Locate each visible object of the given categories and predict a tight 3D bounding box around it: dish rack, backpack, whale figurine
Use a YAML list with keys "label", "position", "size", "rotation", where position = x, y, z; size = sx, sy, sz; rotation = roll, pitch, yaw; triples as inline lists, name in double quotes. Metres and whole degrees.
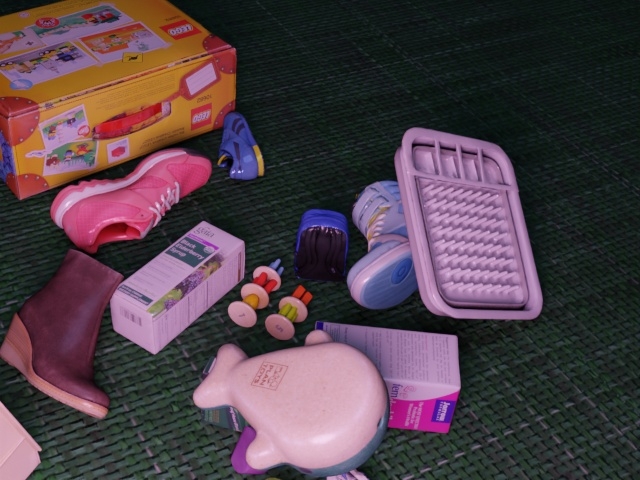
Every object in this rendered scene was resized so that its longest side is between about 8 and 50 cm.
- label: "dish rack"
  position: [0.243, -0.018, 1.611]
  size: [0.285, 0.072, 0.332]
  rotation: [5, 67, -40]
- label: "backpack"
  position: [0.000, 0.000, 1.664]
  size: [0.098, 0.120, 0.101]
  rotation: [2, 40, -4]
- label: "whale figurine"
  position: [-0.035, 0.223, 1.266]
  size: [0.272, 0.141, 0.216]
  rotation: [8, 54, 29]

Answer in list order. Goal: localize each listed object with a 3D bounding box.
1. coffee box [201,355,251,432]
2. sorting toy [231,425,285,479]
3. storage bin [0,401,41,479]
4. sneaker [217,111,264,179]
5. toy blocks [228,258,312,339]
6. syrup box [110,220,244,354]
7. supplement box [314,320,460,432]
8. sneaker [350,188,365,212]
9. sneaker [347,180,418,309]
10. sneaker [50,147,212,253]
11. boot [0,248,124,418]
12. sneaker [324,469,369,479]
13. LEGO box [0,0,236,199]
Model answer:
- label: "coffee box"
  position: [-0.082, 0.241, 1.375]
  size: [0.184, 0.113, 0.040]
  rotation: [14, 39, 7]
- label: "sorting toy"
  position: [-0.011, 0.398, 1.226]
  size: [0.126, 0.127, 0.365]
  rotation: [13, 34, -32]
- label: "storage bin"
  position: [-0.531, 0.222, 1.237]
  size: [0.262, 0.260, 0.123]
  rotation: [26, 61, 23]
- label: "sneaker"
  position: [-0.180, -0.196, 1.918]
  size: [0.082, 0.069, 0.209]
  rotation: [-12, 43, -15]
- label: "toy blocks"
  position: [-0.071, 0.093, 1.597]
  size: [0.123, 0.054, 0.148]
  rotation: [18, 41, 15]
- label: "syrup box"
  position: [-0.234, 0.073, 1.568]
  size: [0.093, 0.096, 0.237]
  rotation: [26, 45, 23]
- label: "supplement box"
  position: [0.095, 0.209, 1.434]
  size: [0.220, 0.111, 0.114]
  rotation: [5, 40, -1]
- label: "sneaker"
  position: [0.081, -0.077, 1.841]
  size: [0.035, 0.031, 0.083]
  rotation: [18, 35, 35]
- label: "sneaker"
  position: [0.105, -0.002, 1.681]
  size: [0.208, 0.127, 0.319]
  rotation: [34, 38, 27]
- label: "sneaker"
  position: [-0.327, -0.062, 1.729]
  size: [0.314, 0.116, 0.136]
  rotation: [-24, 58, -22]
- label: "boot"
  position: [-0.364, 0.134, 1.423]
  size: [0.248, 0.090, 0.207]
  rotation: [26, 77, 32]
- label: "sneaker"
  position: [0.036, 0.348, 1.318]
  size: [0.058, 0.052, 0.135]
  rotation: [-23, 39, -16]
- label: "LEGO box"
  position: [-0.484, -0.331, 1.942]
  size: [0.500, 0.193, 0.372]
  rotation: [-25, 49, -32]
